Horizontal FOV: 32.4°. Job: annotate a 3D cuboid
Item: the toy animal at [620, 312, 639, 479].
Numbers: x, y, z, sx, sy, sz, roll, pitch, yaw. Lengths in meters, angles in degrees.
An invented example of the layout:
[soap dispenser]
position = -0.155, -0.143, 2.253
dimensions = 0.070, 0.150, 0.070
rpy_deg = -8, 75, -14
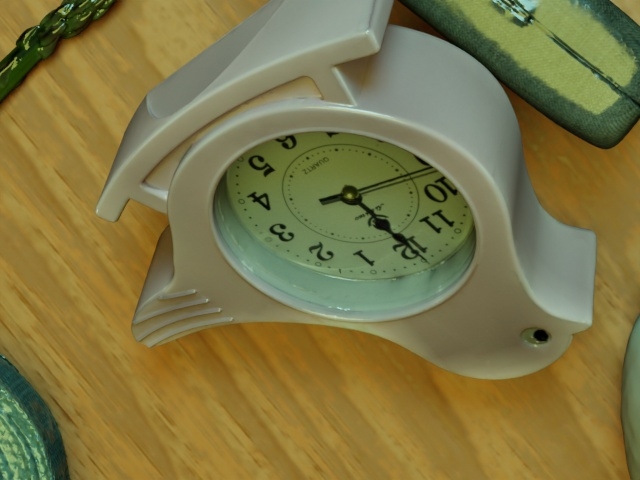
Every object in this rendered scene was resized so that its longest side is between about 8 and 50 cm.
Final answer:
[toy animal]
position = 0.262, 0.122, 0.554
dimensions = 0.196, 0.367, 0.241
rpy_deg = 7, 86, 6

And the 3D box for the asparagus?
[asparagus]
position = -0.228, -0.105, 0.777
dimensions = 0.236, 0.027, 0.034
rpy_deg = -43, 67, 11

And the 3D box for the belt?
[belt]
position = -0.259, 0.152, 0.784
dimensions = 0.148, 0.082, 0.163
rpy_deg = -10, 91, 1

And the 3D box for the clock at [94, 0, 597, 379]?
[clock]
position = 0.000, 0.000, 0.680
dimensions = 0.290, 0.080, 0.275
rpy_deg = -24, 126, 35

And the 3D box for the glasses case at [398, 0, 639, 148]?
[glasses case]
position = 0.067, -0.177, 0.664
dimensions = 0.323, 0.131, 0.074
rpy_deg = 39, 105, 4
